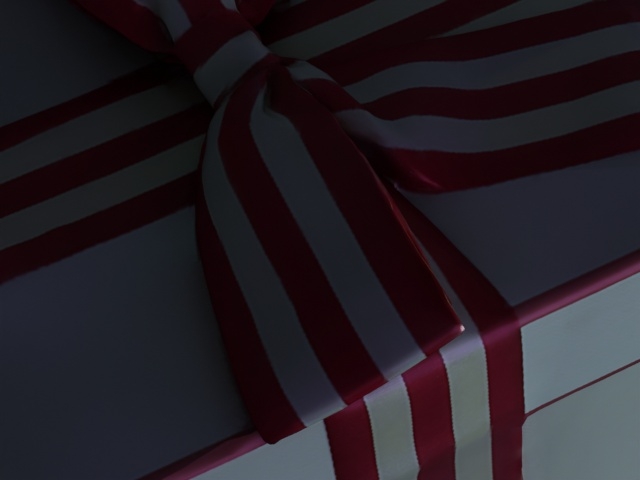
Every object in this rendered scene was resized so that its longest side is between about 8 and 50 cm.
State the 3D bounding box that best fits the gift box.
[{"bbox_3d":[0.000,0.000,0.576,0.276,0.255,0.258,-29,144,-12],"label":"gift box"}]
